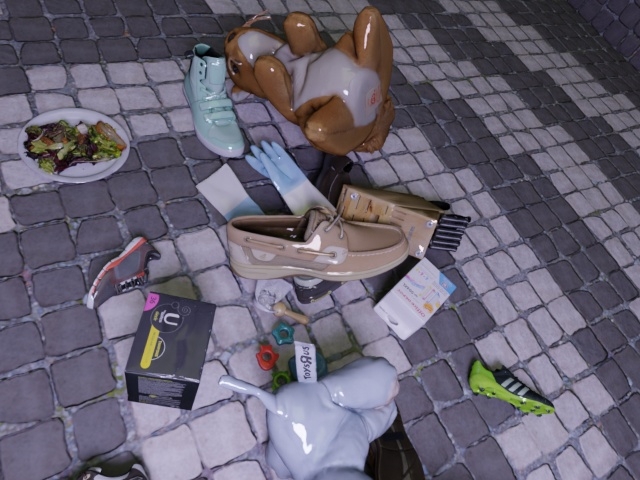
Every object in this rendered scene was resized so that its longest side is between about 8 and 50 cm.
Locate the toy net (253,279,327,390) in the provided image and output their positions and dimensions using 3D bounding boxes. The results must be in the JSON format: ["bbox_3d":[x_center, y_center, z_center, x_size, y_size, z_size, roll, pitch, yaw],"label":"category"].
[{"bbox_3d":[-0.077,0.163,0.848,0.122,0.045,0.232,-16,63,-27],"label":"toy net"}]

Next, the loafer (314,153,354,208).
[{"bbox_3d":[0.033,-0.124,1.043,0.078,0.080,0.220,9,53,6],"label":"loafer"}]

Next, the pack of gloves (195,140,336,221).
[{"bbox_3d":[-0.115,-0.093,0.953,0.195,0.046,0.232,-38,76,-10],"label":"pack of gloves"}]

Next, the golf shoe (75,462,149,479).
[{"bbox_3d":[-0.325,0.354,0.615,0.198,0.077,0.094,1,47,-28],"label":"golf shoe"}]

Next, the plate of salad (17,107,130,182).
[{"bbox_3d":[-0.485,-0.198,0.926,0.200,0.048,0.200,10,56,-15],"label":"plate of salad"}]

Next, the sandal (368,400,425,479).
[{"bbox_3d":[0.109,0.357,0.784,0.090,0.060,0.219,6,42,-25],"label":"sandal"}]

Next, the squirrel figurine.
[{"bbox_3d":[-0.030,-0.349,1.082,0.370,0.281,0.397,22,3,27],"label":"squirrel figurine"}]

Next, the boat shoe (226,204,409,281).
[{"bbox_3d":[0.000,0.000,0.860,0.341,0.110,0.121,-5,36,-6],"label":"boat shoe"}]

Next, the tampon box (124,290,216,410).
[{"bbox_3d":[-0.227,0.172,0.708,0.101,0.161,0.120,13,54,-13],"label":"tampon box"}]

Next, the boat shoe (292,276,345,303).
[{"bbox_3d":[0.036,0.051,0.950,0.228,0.068,0.081,-27,40,-34],"label":"boat shoe"}]

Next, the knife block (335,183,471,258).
[{"bbox_3d":[0.188,-0.054,1.035,0.276,0.088,0.242,21,20,10],"label":"knife block"}]

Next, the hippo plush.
[{"bbox_3d":[0.042,0.297,0.627,0.234,0.294,0.236,-23,46,-11],"label":"hippo plush"}]

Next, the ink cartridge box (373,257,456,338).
[{"bbox_3d":[0.184,0.122,0.942,0.092,0.090,0.143,44,53,11],"label":"ink cartridge box"}]

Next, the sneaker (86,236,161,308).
[{"bbox_3d":[-0.333,0.061,0.808,0.065,0.061,0.158,34,53,-5],"label":"sneaker"}]

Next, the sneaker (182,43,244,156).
[{"bbox_3d":[-0.234,-0.313,1.033,0.094,0.151,0.256,-19,67,-31],"label":"sneaker"}]

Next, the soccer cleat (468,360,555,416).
[{"bbox_3d":[0.380,0.291,0.925,0.179,0.060,0.072,22,52,-3],"label":"soccer cleat"}]
